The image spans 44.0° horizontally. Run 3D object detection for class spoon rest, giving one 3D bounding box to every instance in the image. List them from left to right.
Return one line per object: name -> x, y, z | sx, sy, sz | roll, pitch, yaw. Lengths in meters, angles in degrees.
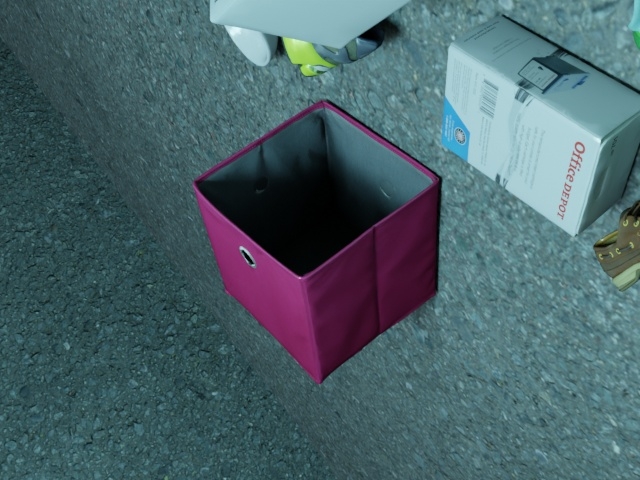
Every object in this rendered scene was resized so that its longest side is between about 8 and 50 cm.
spoon rest -> -0.103, -0.353, 1.138 | 0.137, 0.084, 0.276 | 52, 157, 11

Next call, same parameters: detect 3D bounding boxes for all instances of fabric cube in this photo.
fabric cube -> 0.000, 0.000, 1.181 | 0.254, 0.259, 0.258 | 40, 153, 32

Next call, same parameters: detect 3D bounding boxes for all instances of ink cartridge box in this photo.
ink cartridge box -> 0.218, -0.117, 0.803 | 0.191, 0.082, 0.139 | 41, 154, 30

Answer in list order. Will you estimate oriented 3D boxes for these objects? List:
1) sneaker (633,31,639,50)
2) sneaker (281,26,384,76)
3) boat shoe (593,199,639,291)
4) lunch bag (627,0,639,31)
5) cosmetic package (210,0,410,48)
sneaker -> 0.338, -0.076, 0.578 | 0.295, 0.109, 0.123 | 47, 153, 20
sneaker -> 0.003, -0.347, 0.930 | 0.121, 0.111, 0.300 | 0, 120, 34
boat shoe -> 0.318, -0.008, 0.772 | 0.060, 0.064, 0.178 | 48, 159, 15
lunch bag -> 0.300, -0.206, 0.414 | 0.223, 0.160, 0.262 | 40, 159, 36
cosmetic package -> 0.043, -0.324, 0.639 | 0.385, 0.156, 0.217 | -15, 74, 60
